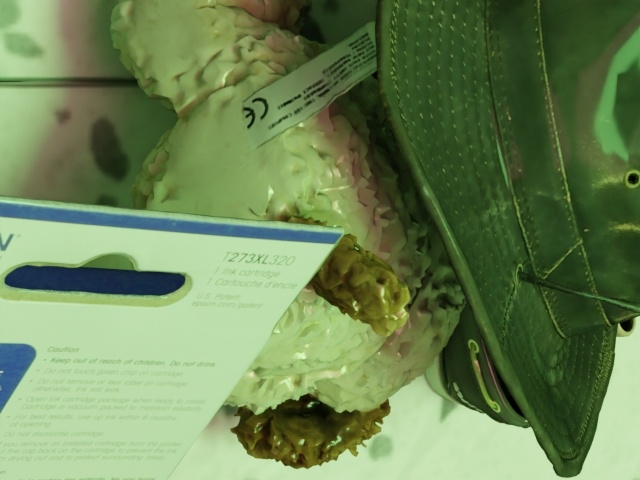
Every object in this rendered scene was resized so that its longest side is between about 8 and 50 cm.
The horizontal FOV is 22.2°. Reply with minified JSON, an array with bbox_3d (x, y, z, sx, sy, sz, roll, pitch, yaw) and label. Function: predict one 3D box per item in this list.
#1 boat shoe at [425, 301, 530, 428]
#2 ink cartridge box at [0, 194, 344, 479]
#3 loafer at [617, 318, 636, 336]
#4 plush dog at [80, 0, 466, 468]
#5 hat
[{"bbox_3d":[0.103,-0.009,0.896,0.081,0.068,0.228,-12,111,-30],"label":"boat shoe"},{"bbox_3d":[-0.156,0.096,0.645,0.175,0.069,0.371,5,137,-37],"label":"ink cartridge box"},{"bbox_3d":[0.170,-0.003,0.959,0.045,0.039,0.125,-16,113,-27],"label":"loafer"},{"bbox_3d":[0.000,0.000,0.779,0.225,0.210,0.262,20,93,-59],"label":"plush dog"},{"bbox_3d":[0.142,-0.058,0.747,0.331,0.134,0.331,-9,90,-67],"label":"hat"}]
